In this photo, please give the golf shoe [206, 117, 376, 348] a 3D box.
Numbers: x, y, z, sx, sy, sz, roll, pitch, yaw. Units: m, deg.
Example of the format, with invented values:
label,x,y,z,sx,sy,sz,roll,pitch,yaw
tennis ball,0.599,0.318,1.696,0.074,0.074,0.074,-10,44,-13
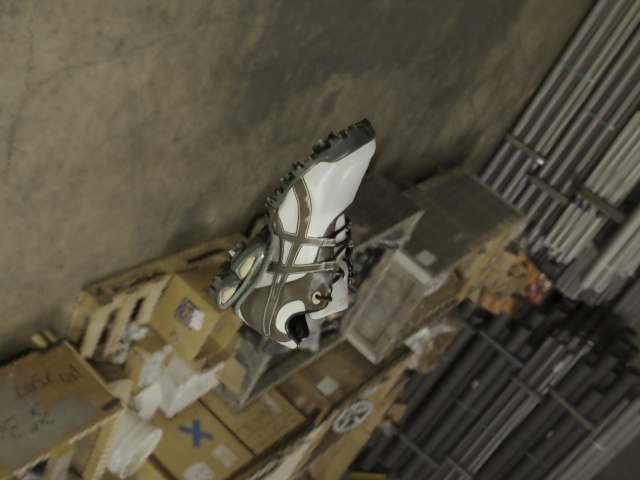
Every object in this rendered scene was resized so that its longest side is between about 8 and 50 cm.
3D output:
label,x,y,z,sx,sy,sz,roll,pitch,yaw
golf shoe,0.000,0.000,0.597,0.077,0.094,0.198,-38,167,-51
